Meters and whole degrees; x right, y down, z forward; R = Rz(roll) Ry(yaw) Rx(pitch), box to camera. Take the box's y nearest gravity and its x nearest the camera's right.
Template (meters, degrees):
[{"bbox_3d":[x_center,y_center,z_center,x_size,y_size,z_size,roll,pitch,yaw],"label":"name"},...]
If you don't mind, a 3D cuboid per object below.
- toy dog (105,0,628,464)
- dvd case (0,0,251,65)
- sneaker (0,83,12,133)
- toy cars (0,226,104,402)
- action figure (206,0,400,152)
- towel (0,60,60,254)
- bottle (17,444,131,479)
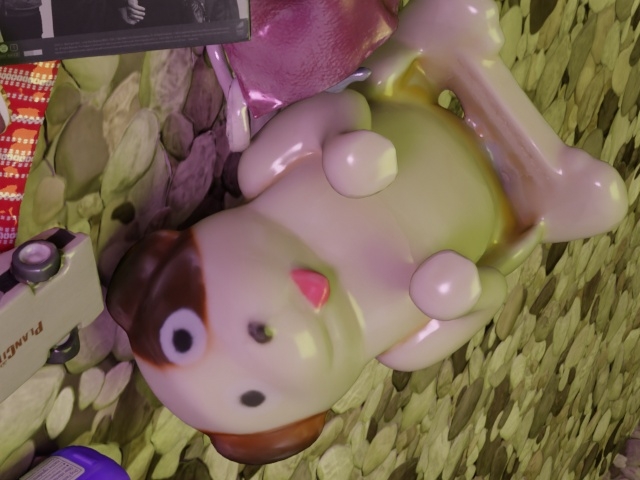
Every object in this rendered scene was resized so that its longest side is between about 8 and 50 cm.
[{"bbox_3d":[0.000,0.000,1.361,0.408,0.395,0.285,-43,109,-34],"label":"toy dog"},{"bbox_3d":[-0.137,-0.236,0.974,0.179,0.029,0.239,-7,114,-12],"label":"dvd case"},{"bbox_3d":[-0.268,-0.120,0.933,0.084,0.069,0.185,-41,125,-7],"label":"sneaker"},{"bbox_3d":[-0.289,0.157,1.093,0.394,0.087,0.176,-66,153,-2],"label":"toy cars"},{"bbox_3d":[-0.082,-0.271,1.149,0.275,0.248,0.370,-32,148,22],"label":"action figure"},{"bbox_3d":[-0.248,-0.104,1.050,0.199,0.031,0.275,1,108,-62],"label":"towel"},{"bbox_3d":[-0.266,0.279,1.231,0.283,0.092,0.118,-37,141,-47],"label":"bottle"}]
